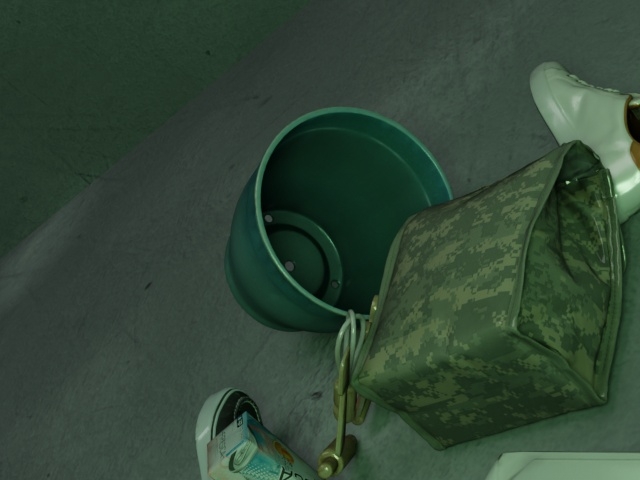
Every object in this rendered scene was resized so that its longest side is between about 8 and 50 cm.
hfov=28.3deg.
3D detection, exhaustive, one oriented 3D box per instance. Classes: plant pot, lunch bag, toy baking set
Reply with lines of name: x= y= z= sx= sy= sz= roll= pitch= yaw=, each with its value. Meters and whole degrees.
plant pot: x=0.000 y=0.000 z=1.640 sx=0.272 sy=0.271 sz=0.255 roll=-60 pitch=11 yaw=-27
lunch bag: x=0.186 y=0.047 z=1.320 sx=0.235 sy=0.169 sz=0.287 roll=-26 pitch=35 yaw=44
toy baking set: x=0.028 y=0.161 z=1.380 sx=0.256 sy=0.030 sz=0.197 roll=-30 pitch=-51 yaw=-76

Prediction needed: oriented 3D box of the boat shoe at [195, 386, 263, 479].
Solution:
boat shoe: x=-0.081 y=0.282 z=1.493 sx=0.105 sy=0.113 sz=0.306 roll=-31 pitch=29 yaw=21

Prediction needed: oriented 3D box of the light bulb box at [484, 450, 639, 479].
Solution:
light bulb box: x=0.175 y=0.339 z=0.561 sx=0.358 sy=0.361 sz=0.225 roll=-55 pitch=11 yaw=-18

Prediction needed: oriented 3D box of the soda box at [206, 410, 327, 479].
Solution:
soda box: x=-0.037 y=0.266 z=1.340 sx=0.063 sy=0.183 sz=0.058 roll=-41 pitch=23 yaw=12

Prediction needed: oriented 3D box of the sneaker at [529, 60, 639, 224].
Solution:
sneaker: x=0.332 y=-0.134 z=1.454 sx=0.123 sy=0.106 sz=0.290 roll=-37 pitch=36 yaw=17
